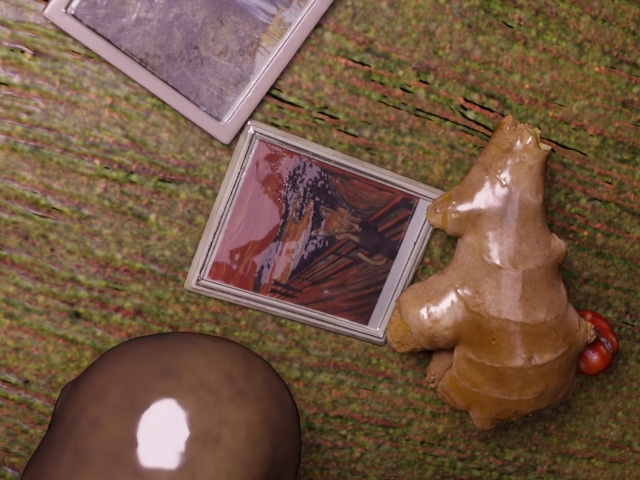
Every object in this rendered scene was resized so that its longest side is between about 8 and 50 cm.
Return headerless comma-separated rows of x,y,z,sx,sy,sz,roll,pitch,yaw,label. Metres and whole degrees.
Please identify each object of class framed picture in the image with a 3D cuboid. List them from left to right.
-0.098,-0.294,0.874,0.240,0.020,0.324,36,94,-23,framed picture
0.000,0.000,0.995,0.273,0.016,0.216,17,101,-20,framed picture

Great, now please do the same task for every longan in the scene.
-0.165,0.264,0.896,0.288,0.288,0.350,19,95,-20,longan

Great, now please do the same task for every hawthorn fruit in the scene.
0.342,0.132,1.098,0.093,0.093,0.093,-5,108,-15,hawthorn fruit

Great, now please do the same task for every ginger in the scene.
0.197,0.048,1.033,0.236,0.166,0.376,-12,90,20,ginger
